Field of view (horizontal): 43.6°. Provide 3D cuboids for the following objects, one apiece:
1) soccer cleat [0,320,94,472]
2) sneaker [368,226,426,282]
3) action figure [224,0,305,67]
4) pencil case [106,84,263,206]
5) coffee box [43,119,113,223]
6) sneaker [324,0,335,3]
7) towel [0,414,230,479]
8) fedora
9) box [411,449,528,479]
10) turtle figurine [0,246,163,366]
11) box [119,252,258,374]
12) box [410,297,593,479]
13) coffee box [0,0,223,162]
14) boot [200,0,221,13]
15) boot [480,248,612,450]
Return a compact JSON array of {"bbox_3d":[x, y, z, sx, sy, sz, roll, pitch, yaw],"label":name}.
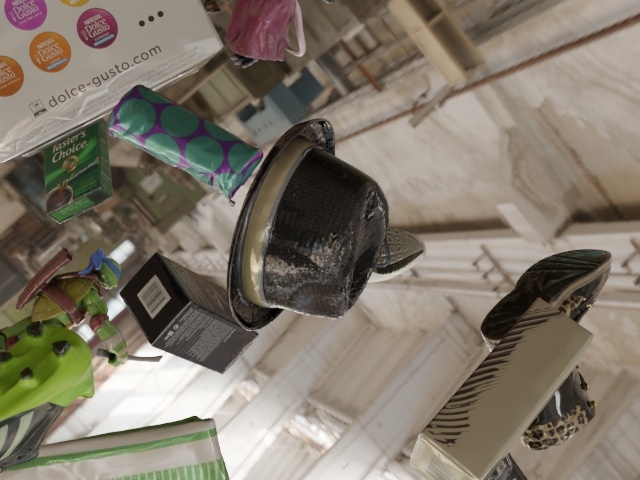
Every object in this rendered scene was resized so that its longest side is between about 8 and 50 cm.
[{"bbox_3d":[-0.207,0.121,0.465,0.060,0.072,0.179,32,-126,32],"label":"soccer cleat"},{"bbox_3d":[0.147,0.037,1.808,0.297,0.129,0.111,-17,-110,58],"label":"sneaker"},{"bbox_3d":[-0.081,-0.552,1.706,0.276,0.248,0.370,-3,129,-38],"label":"action figure"},{"bbox_3d":[-0.138,-0.099,0.818,0.064,0.152,0.070,-61,-179,-21],"label":"pencil case"},{"bbox_3d":[-0.415,-0.128,1.359,0.113,0.040,0.184,-23,-125,13],"label":"coffee box"},{"bbox_3d":[0.085,-0.428,1.123,0.283,0.124,0.107,-12,-144,41],"label":"sneaker"},{"bbox_3d":[-0.201,0.361,0.832,0.248,0.324,0.038,-8,179,-12],"label":"towel"},{"bbox_3d":[0.000,0.000,1.147,0.334,0.152,0.334,-53,156,-37],"label":"fedora"},{"bbox_3d":[0.296,0.457,1.390,0.076,0.242,0.307,-35,177,-14],"label":"box"},{"bbox_3d":[-0.402,0.166,1.255,0.266,0.198,0.274,-38,162,-31],"label":"turtle figurine"},{"bbox_3d":[-0.237,0.136,1.458,0.108,0.207,0.153,-48,-131,5],"label":"box"},{"bbox_3d":[0.241,0.210,1.059,0.275,0.094,0.113,-41,155,-29],"label":"box"},{"bbox_3d":[-0.379,-0.335,1.144,0.338,0.334,0.338,-29,-167,-7],"label":"coffee box"},{"bbox_3d":[-0.275,-0.523,1.662,0.082,0.106,0.219,-8,-166,12],"label":"boot"},{"bbox_3d":[0.472,0.204,1.572,0.138,0.284,0.377,1,-153,45],"label":"boot"}]
